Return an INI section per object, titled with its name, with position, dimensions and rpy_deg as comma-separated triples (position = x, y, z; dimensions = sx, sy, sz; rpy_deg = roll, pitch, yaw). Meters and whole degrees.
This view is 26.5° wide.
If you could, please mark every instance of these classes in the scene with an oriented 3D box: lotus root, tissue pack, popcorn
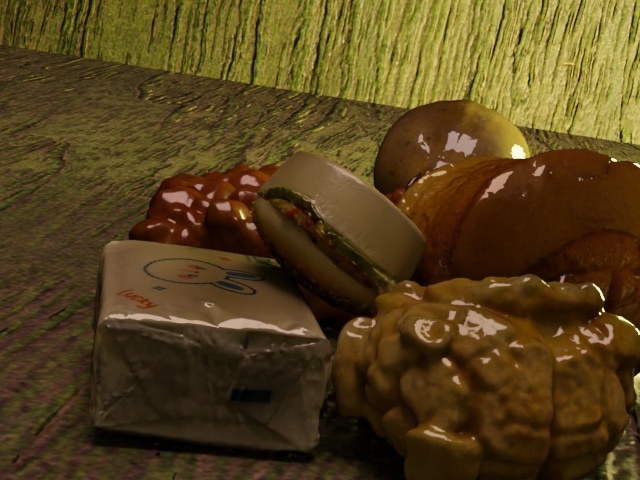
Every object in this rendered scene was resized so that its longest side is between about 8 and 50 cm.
[lotus root]
position = 0.149, -0.070, 1.572
dimensions = 0.183, 0.183, 0.310
rpy_deg = 11, 18, 10
[tissue pack]
position = -0.080, 0.065, 0.918
dimensions = 0.148, 0.092, 0.196
rpy_deg = 7, 11, -11
[popcorn]
position = 0.105, 0.085, 0.857
dimensions = 0.194, 0.140, 0.163
rpy_deg = 8, 7, 3

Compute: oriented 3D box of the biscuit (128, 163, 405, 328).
[biscuit]
position = 0.000, 0.000, 1.246
dimensions = 0.312, 0.110, 0.318
rpy_deg = 8, 12, 2

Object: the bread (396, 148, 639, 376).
[bread]
position = 0.172, 0.026, 1.046
dimensions = 0.270, 0.195, 0.143
rpy_deg = 0, 5, -42

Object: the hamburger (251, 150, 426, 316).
[hamburger]
position = 0.010, -0.001, 0.936
dimensions = 0.126, 0.081, 0.141
rpy_deg = 38, -8, -19
